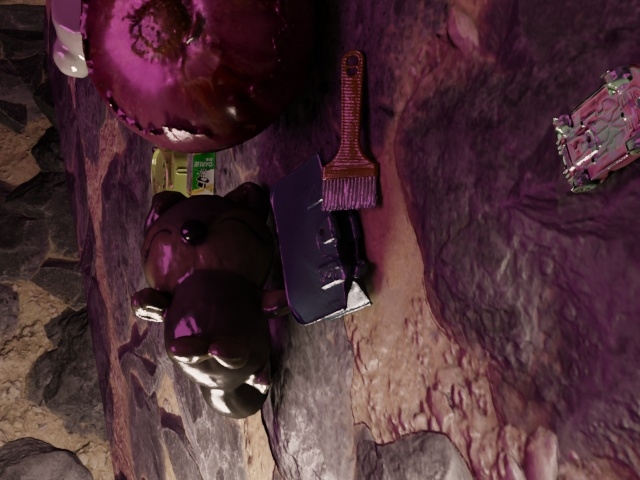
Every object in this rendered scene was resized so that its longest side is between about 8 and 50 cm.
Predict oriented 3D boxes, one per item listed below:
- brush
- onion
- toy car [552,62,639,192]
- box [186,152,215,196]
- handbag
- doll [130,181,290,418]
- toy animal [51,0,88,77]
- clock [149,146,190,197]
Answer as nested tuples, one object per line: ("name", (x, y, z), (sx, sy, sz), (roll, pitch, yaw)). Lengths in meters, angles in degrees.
("brush", (0.040, -0.148, 0.987), (0.082, 0.010, 0.218), (0, 87, 23))
("onion", (-0.172, -0.324, 1.113), (0.345, 0.358, 0.358), (-60, -9, -53))
("toy car", (0.241, -0.090, 0.601), (0.142, 0.055, 0.069), (126, 136, -70))
("box", (-0.248, -0.196, 1.530), (0.041, 0.050, 0.207), (-144, 55, -60))
("handbag", (0.000, 0.000, 1.066), (0.179, 0.062, 0.229), (-30, 67, 60))
("doll", (-0.196, 0.098, 1.259), (0.378, 0.252, 0.382), (113, 156, -52))
("toy animal", (-0.388, -0.405, 1.499), (0.196, 0.367, 0.241), (41, 96, 16))
("clock", (-0.346, -0.147, 1.702), (0.232, 0.069, 0.170), (33, 122, 57))
